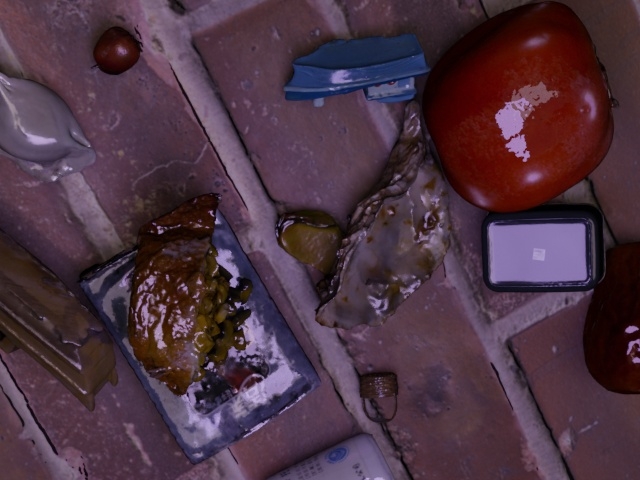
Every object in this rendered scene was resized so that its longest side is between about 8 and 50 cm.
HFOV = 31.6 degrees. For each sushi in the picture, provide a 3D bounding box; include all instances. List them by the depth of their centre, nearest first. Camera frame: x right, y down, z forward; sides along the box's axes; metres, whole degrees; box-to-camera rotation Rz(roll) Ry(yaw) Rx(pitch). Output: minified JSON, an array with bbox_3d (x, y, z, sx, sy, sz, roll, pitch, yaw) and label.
[{"bbox_3d":[-0.196,0.086,1.698,0.179,0.167,0.297,3,81,1],"label":"sushi"}]

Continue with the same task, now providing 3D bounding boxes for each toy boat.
[{"bbox_3d":[-0.495,0.089,1.747,0.445,0.136,0.162,41,134,0],"label":"toy boat"},{"bbox_3d":[0.055,-0.265,1.836,0.237,0.109,0.098,-9,132,-7],"label":"toy boat"}]

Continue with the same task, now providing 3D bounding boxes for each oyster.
[{"bbox_3d":[0.120,-0.016,1.860,0.204,0.111,0.396,39,75,-41],"label":"oyster"}]

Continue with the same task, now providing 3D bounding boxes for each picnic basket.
[{"bbox_3d":[0.100,0.267,1.911,0.072,0.072,0.083,-4,88,-7],"label":"picnic basket"}]

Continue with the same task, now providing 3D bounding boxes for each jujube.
[{"bbox_3d":[0.529,0.132,1.903,0.189,0.190,0.255,-2,76,-8],"label":"jujube"}]

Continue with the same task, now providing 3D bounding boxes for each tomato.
[{"bbox_3d":[0.309,-0.204,1.763,0.289,0.325,0.293,-23,111,8],"label":"tomato"}]

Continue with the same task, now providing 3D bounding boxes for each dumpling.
[{"bbox_3d":[-0.464,-0.173,1.764,0.229,0.124,0.151,42,128,-18],"label":"dumpling"}]

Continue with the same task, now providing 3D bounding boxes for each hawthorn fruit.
[{"bbox_3d":[-0.321,-0.298,1.788,0.077,0.077,0.077,-1,97,-8],"label":"hawthorn fruit"}]

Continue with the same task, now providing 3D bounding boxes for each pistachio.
[{"bbox_3d":[0.000,0.000,1.877,0.172,0.049,0.090,31,98,-20],"label":"pistachio"}]

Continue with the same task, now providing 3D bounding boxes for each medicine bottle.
[{"bbox_3d":[-0.013,0.449,1.867,0.292,0.170,0.170,-26,99,-3],"label":"medicine bottle"}]

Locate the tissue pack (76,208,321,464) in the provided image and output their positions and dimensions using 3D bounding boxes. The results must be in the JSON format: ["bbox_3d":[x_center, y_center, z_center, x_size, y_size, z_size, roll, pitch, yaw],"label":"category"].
[{"bbox_3d":[-0.193,0.146,1.832,0.259,0.122,0.361,-30,98,-7],"label":"tissue pack"}]

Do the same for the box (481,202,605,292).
[{"bbox_3d":[0.367,0.014,1.872,0.200,0.090,0.145,0,97,17],"label":"box"}]
